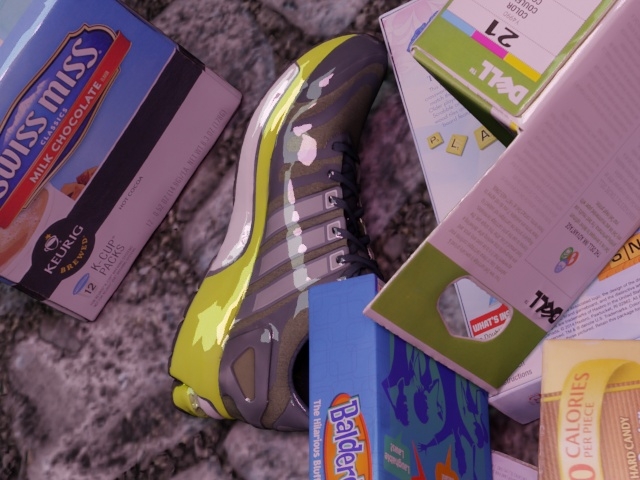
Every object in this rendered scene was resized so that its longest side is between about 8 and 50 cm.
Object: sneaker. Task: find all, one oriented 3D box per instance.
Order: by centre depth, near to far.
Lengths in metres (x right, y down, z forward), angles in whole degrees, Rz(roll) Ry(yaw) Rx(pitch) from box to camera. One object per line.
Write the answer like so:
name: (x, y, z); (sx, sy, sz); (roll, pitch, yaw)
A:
sneaker: (0.000, 0.000, 1.090); (0.121, 0.111, 0.300); (19, 92, 26)

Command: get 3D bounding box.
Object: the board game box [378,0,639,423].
board game box: (0.221, -0.082, 1.014); (0.319, 0.066, 0.318); (-24, 59, 20)

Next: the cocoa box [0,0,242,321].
cocoa box: (-0.289, -0.136, 1.239); (0.347, 0.228, 0.231); (34, 89, 36)

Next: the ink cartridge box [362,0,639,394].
ink cartridge box: (0.120, -0.054, 0.903); (0.255, 0.189, 0.097); (-50, 55, 4)

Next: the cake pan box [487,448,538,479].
cake pan box: (0.089, 0.256, 0.946); (0.267, 0.070, 0.245); (19, 77, 35)

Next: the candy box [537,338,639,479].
candy box: (0.275, 0.152, 0.816); (0.317, 0.087, 0.182); (1, 67, 11)

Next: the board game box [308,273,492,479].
board game box: (0.050, 0.145, 0.879); (0.047, 0.160, 0.210); (-13, 63, 26)
